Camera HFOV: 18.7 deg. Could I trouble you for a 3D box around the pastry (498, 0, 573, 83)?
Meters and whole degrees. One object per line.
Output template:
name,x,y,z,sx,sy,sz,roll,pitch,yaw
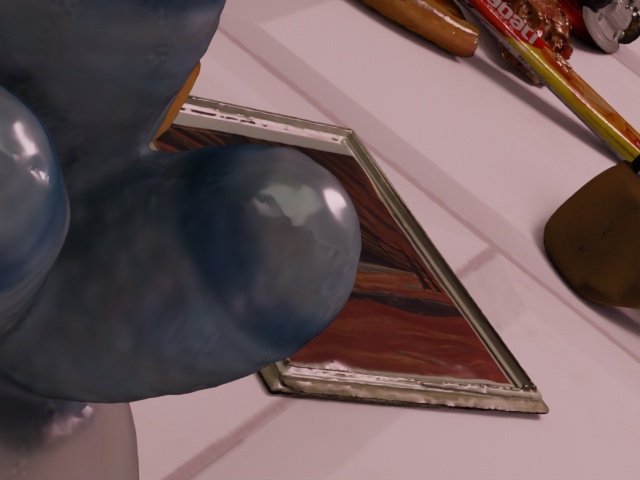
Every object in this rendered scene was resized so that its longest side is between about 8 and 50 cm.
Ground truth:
pastry,0.166,-0.200,1.628,0.087,0.063,0.169,17,31,-36

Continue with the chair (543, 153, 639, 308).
chair,0.295,-0.025,1.365,0.172,0.247,0.159,39,13,-51

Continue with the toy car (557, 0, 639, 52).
toy car,0.243,-0.251,1.741,0.112,0.139,0.112,24,-4,28

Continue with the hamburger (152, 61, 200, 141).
hamburger,-0.160,-0.096,1.001,0.283,0.144,0.156,-1,43,-52

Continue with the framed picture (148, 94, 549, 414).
framed picture,0.000,0.000,1.159,0.216,0.016,0.273,9,35,-41

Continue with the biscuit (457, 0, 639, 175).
biscuit,0.176,-0.141,1.545,0.292,0.026,0.048,44,32,-3

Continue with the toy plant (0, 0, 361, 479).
toy plant,-0.118,-0.008,0.690,0.247,0.332,0.247,24,29,-14

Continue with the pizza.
pizza,0.071,-0.216,1.580,0.184,0.036,0.176,40,27,13
